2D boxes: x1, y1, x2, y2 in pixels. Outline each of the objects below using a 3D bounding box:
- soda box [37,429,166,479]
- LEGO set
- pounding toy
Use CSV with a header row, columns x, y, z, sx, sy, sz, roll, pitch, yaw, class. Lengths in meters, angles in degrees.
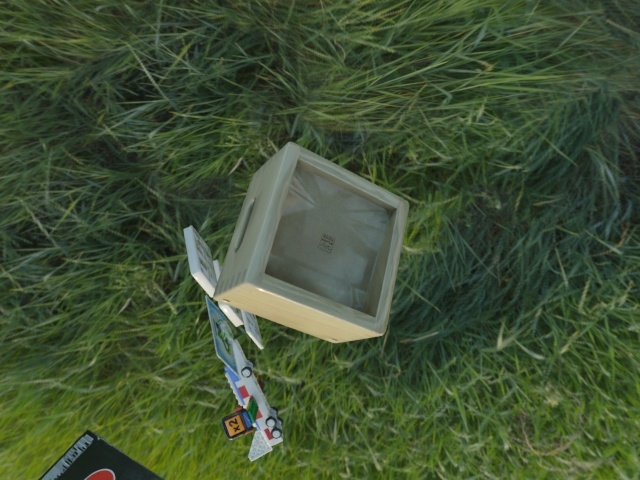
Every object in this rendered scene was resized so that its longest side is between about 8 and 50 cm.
x,y,z,sx,sy,sz,roll,pitch,yaw,class
-0.104,0.176,0.320,0.168,0.053,0.060,8,136,40,soda box
-0.104,0.126,0.593,0.060,0.244,0.182,-25,137,1,LEGO set
0.000,0.000,0.425,0.130,0.100,0.141,24,65,-22,pounding toy
